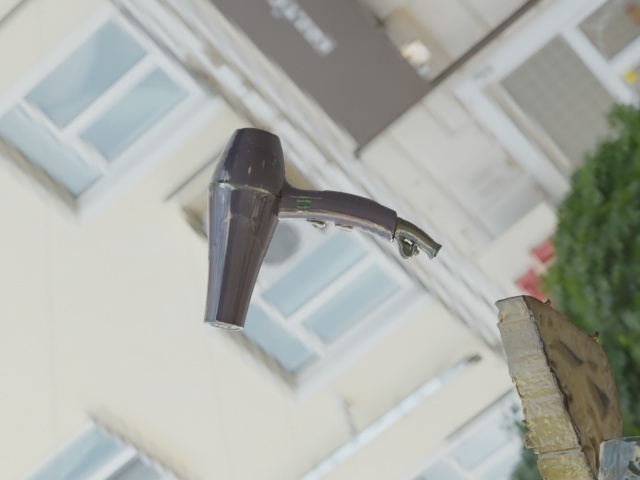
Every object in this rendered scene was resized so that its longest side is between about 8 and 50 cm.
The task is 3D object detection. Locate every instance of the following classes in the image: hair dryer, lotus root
[{"bbox_3d":[0.000,0.000,2.380,0.121,0.361,0.301,74,-156,-78],"label":"hair dryer"},{"bbox_3d":[0.304,0.184,1.976,0.170,0.074,0.260,-13,-93,-53],"label":"lotus root"}]

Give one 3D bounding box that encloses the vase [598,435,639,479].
[{"bbox_3d":[0.309,0.327,1.437,0.251,0.156,0.301,25,-118,-65],"label":"vase"}]
